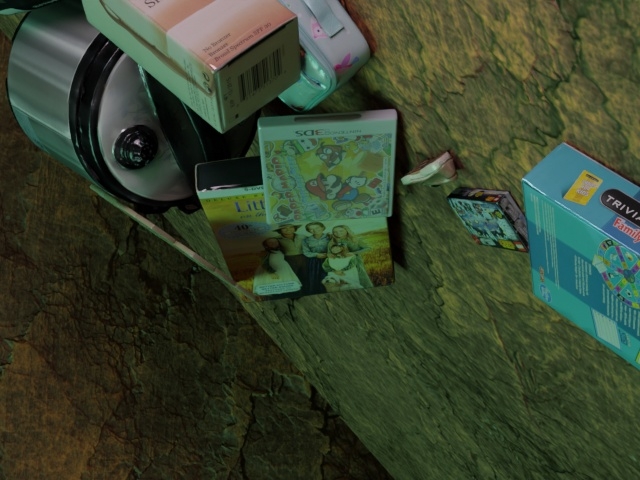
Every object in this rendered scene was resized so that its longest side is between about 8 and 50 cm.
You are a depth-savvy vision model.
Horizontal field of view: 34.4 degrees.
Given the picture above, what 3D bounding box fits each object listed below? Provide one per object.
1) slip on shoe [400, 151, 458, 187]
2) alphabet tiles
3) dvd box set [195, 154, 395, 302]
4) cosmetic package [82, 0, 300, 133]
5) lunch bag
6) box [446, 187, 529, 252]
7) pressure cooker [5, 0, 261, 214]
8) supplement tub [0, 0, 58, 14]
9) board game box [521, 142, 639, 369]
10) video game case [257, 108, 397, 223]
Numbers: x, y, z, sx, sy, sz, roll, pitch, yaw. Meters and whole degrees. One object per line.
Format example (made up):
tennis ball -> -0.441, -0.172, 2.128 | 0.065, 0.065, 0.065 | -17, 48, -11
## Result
slip on shoe -> 0.163, -0.096, 1.531 | 0.041, 0.051, 0.135 | 53, 157, -6
alphabet tiles -> -0.263, 0.006, 1.858 | 0.342, 0.011, 0.285 | 29, 171, 46
dvd box set -> -0.029, -0.020, 1.834 | 0.420, 0.308, 0.062 | 78, -174, -60
cosmetic package -> -0.180, -0.300, 1.394 | 0.296, 0.153, 0.129 | 39, 155, 24
lunch bag -> -0.062, -0.325, 1.474 | 0.279, 0.108, 0.224 | 50, 165, -7
box -> 0.248, -0.030, 1.492 | 0.094, 0.027, 0.137 | 53, 164, -19
pressure cooker -> -0.310, -0.251, 1.816 | 0.370, 0.375, 0.420 | 15, -170, -44
supplement tub -> -0.467, -0.487, 1.677 | 0.338, 0.207, 0.207 | -6, 129, 39
board game box -> 0.395, 0.064, 1.211 | 0.336, 0.079, 0.253 | 38, 162, 33
video game case -> 0.013, -0.110, 1.602 | 0.227, 0.206, 0.026 | 88, 178, -52
